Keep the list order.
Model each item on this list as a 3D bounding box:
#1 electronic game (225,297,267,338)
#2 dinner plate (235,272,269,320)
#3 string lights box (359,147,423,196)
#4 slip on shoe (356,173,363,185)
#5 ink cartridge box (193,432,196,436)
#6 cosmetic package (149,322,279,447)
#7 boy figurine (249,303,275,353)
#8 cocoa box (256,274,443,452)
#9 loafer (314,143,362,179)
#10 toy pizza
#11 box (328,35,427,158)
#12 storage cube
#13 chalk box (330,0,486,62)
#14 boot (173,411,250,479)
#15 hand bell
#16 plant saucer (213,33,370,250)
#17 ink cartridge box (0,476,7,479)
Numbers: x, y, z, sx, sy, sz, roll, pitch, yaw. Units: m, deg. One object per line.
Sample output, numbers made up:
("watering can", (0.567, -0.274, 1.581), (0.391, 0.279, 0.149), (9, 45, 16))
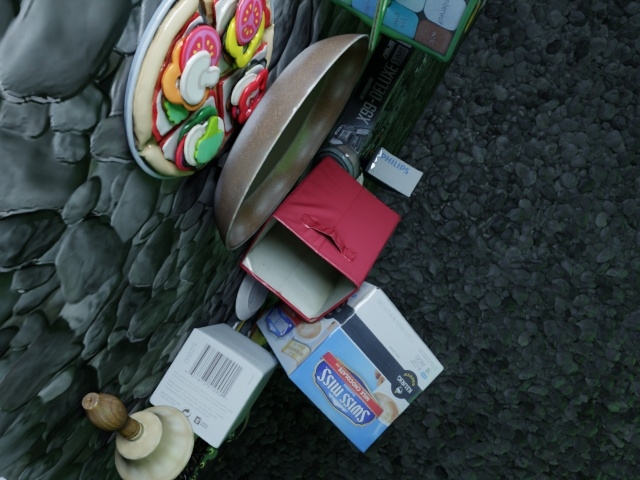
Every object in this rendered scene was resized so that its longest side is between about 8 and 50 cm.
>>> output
("electronic game", (-0.196, 0.226, 1.080), (0.229, 0.048, 0.229), (-58, 172, -13))
("dinner plate", (-0.138, 0.109, 0.981), (0.141, 0.017, 0.141), (-52, 153, -41))
("string lights box", (0.180, -0.199, 1.283), (0.077, 0.133, 0.260), (-59, -170, 7))
("slip on shoe", (0.013, -0.043, 1.167), (0.332, 0.122, 0.101), (-64, 176, -1))
("ink cartridge box", (-0.302, 0.419, 1.060), (0.115, 0.067, 0.198), (-61, 172, 18))
("cosmetic package", (-0.191, 0.264, 0.863), (0.152, 0.151, 0.184), (-58, 171, -4))
("boy figurine", (-0.152, 0.258, 1.345), (0.177, 0.092, 0.285), (-52, 173, -28))
("cocoa box", (0.039, 0.221, 0.971), (0.228, 0.231, 0.347), (-42, -164, -9))
("loafer", (0.041, -0.151, 0.951), (0.084, 0.096, 0.267), (-42, 177, -13))
("toy pizza", (-0.091, -0.139, 0.400), (0.201, 0.032, 0.201), (-58, 173, -12))
("box", (0.146, -0.335, 1.019), (0.308, 0.076, 0.242), (-61, 173, 15))
("storage cube", (0.000, 0.000, 0.828), (0.193, 0.183, 0.215), (-53, -176, -39))
("chalk box", (0.109, -0.324, 0.447), (0.289, 0.179, 0.180), (-56, 173, -16))
("boot", (-0.344, 0.587, 1.225), (0.378, 0.138, 0.284), (-57, 174, 25))
("hand bell", (-0.268, 0.260, 0.631), (0.126, 0.126, 0.242), (-55, 160, -31))
("plant saucer", (-0.044, -0.126, 0.572), (0.311, 0.050, 0.310), (-56, -179, 1))
("ink cartridge box", (-0.366, 0.318, 0.430), (0.179, 0.045, 0.145), (-42, -175, 37))
